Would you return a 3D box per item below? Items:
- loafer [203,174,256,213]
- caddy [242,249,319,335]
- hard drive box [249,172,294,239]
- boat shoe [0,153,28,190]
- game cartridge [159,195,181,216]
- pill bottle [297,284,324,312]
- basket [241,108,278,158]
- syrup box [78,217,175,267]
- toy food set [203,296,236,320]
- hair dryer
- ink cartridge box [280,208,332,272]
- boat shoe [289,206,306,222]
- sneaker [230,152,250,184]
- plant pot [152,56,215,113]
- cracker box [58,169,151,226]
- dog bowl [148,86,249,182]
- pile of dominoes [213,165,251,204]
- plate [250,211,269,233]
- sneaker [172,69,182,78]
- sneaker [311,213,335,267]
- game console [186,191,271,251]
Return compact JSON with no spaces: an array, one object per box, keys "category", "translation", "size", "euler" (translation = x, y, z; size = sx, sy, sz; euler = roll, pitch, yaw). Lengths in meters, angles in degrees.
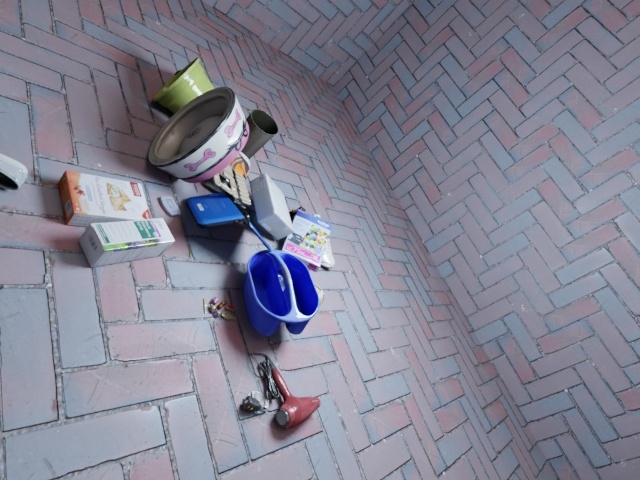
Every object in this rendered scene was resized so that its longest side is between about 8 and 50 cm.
[{"category":"loafer","translation":[-0.382,-0.194,1.726],"size":[0.267,0.084,0.096],"euler":[42,-1,-24]},{"category":"caddy","translation":[-0.144,0.176,1.431],"size":[0.241,0.179,0.341],"euler":[4,40,-28]},{"category":"hard drive box","translation":[-0.215,-0.148,1.765],"size":[0.181,0.089,0.232],"euler":[49,20,-54]},{"category":"boat shoe","translation":[-0.874,-0.198,1.011],"size":[0.227,0.079,0.081],"euler":[28,32,-41]},{"category":"game cartridge","translation":[-0.547,-0.124,1.455],"size":[0.083,0.017,0.056],"euler":[56,26,9]},{"category":"pill bottle","translation":[-0.061,0.257,1.618],"size":[0.103,0.103,0.184],"euler":[51,29,-1]},{"category":"basket","translation":[-0.339,-0.503,1.959],"size":[0.154,0.227,0.204],"euler":[44,31,-14]},{"category":"syrup box","translation":[-0.570,0.001,1.198],"size":[0.237,0.096,0.093],"euler":[-13,67,-57]},{"category":"toy food set","translation":[-0.335,0.226,1.353],"size":[0.122,0.019,0.078],"euler":[22,41,-42]},{"category":"hair dryer","translation":[-0.110,0.493,1.307],"size":[0.293,0.080,0.223],"euler":[38,31,-23]},{"category":"ink cartridge box","translation":[-0.058,-0.019,1.850],"size":[0.186,0.065,0.311],"euler":[24,47,-8]},{"category":"boat shoe","translation":[-0.126,-0.118,1.982],"size":[0.073,0.073,0.207],"euler":[44,29,-16]},{"category":"sneaker","translation":[-0.442,-0.374,1.767],"size":[0.321,0.125,0.180],"euler":[36,32,-29]},{"category":"plant pot","translation":[-0.553,-0.619,1.790],"size":[0.254,0.276,0.276],"euler":[46,27,-31]},{"category":"cracker box","translation":[-0.659,-0.117,1.236],"size":[0.232,0.067,0.155],"euler":[6,53,-53]},{"category":"dog bowl","translation":[-0.451,-0.392,1.535],"size":[0.150,0.408,0.408],"euler":[49,24,-43]},{"category":"pile of dominoes","translation":[-0.373,-0.237,1.610],"size":[0.196,0.040,0.251],"euler":[38,20,-40]},{"category":"plate","translation":[-0.245,-0.109,1.855],"size":[0.188,0.024,0.188],"euler":[35,33,-26]},{"category":"sneaker","translation":[-0.539,-0.677,1.968],"size":[0.384,0.145,0.147],"euler":[49,15,-18]},{"category":"sneaker","translation":[0.000,0.000,1.984],"size":[0.110,0.118,0.292],"euler":[-2,60,-58]},{"category":"game console","translation":[-0.347,-0.060,1.505],"size":[0.250,0.173,0.293],"euler":[-12,27,-23]}]
